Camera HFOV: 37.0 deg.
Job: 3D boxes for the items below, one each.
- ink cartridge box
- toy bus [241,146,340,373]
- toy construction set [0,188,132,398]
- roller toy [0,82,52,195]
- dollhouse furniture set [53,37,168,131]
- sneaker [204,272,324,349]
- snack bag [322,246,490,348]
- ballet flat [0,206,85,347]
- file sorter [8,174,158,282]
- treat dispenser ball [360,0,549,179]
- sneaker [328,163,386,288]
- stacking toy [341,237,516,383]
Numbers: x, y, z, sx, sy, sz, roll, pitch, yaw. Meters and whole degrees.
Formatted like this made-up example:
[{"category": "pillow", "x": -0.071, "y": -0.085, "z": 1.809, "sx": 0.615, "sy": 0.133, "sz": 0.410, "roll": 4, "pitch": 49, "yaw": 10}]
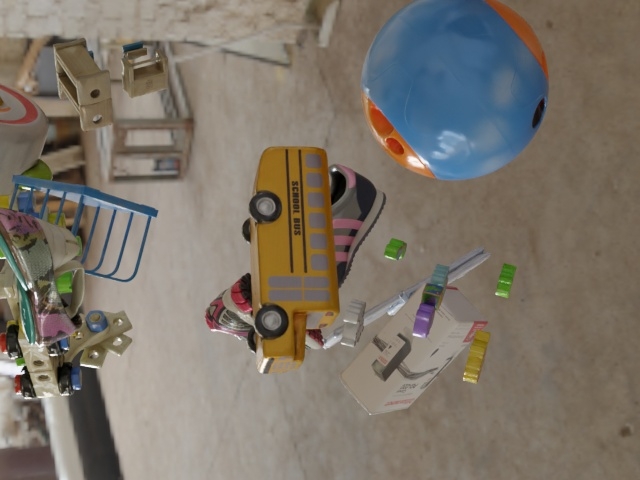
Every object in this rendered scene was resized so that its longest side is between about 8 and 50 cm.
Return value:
[{"category": "ink cartridge box", "x": 0.154, "y": 0.180, "z": 1.581, "sx": 0.218, "sy": 0.158, "sz": 0.092, "roll": -48, "pitch": 66, "yaw": 16}, {"category": "toy bus", "x": -0.047, "y": 0.028, "z": 1.447, "sx": 0.108, "sy": 0.130, "sz": 0.333, "roll": 117, "pitch": 151, "yaw": -66}, {"category": "toy construction set", "x": -0.392, "y": 0.101, "z": 1.398, "sx": 0.328, "sy": 0.151, "sz": 0.215, "roll": 71, "pitch": -173, "yaw": -49}, {"category": "roller toy", "x": -0.521, "y": -0.162, "z": 1.454, "sx": 0.191, "sy": 0.209, "sz": 0.146, "roll": 43, "pitch": 118, "yaw": 33}, {"category": "dollhouse furniture set", "x": -0.413, "y": -0.322, "z": 1.898, "sx": 0.129, "sy": 0.183, "sz": 0.129, "roll": 51, "pitch": 148, "yaw": 34}, {"category": "sneaker", "x": -0.098, "y": 0.146, "z": 1.823, "sx": 0.112, "sy": 0.299, "sz": 0.121, "roll": -33, "pitch": 55, "yaw": 21}, {"category": "snack bag", "x": 0.158, "y": 0.125, "z": 1.904, "sx": 0.037, "sy": 0.342, "sz": 0.323, "roll": 60, "pitch": 171, "yaw": 6}, {"category": "ballet flat", "x": -0.287, "y": 0.032, "z": 0.994, "sx": 0.077, "sy": 0.079, "sz": 0.221, "roll": 54, "pitch": 156, "yaw": 31}, {"category": "file sorter", "x": -0.320, "y": -0.015, "z": 1.244, "sx": 0.170, "sy": 0.118, "sz": 0.104, "roll": 11, "pitch": 84, "yaw": 43}, {"category": "treat dispenser ball", "x": 0.205, "y": -0.235, "z": 1.472, "sx": 0.288, "sy": 0.288, "sz": 0.288, "roll": 177, "pitch": 90, "yaw": -70}, {"category": "sneaker", "x": 0.000, "y": 0.000, "z": 1.767, "sx": 0.112, "sy": 0.131, "sz": 0.319, "roll": -19, "pitch": 37, "yaw": 53}, {"category": "stacking toy", "x": 0.137, "y": 0.077, "z": 1.167, "sx": 0.221, "sy": 0.167, "sz": 0.052, "roll": -54, "pitch": -26, "yaw": -54}]
